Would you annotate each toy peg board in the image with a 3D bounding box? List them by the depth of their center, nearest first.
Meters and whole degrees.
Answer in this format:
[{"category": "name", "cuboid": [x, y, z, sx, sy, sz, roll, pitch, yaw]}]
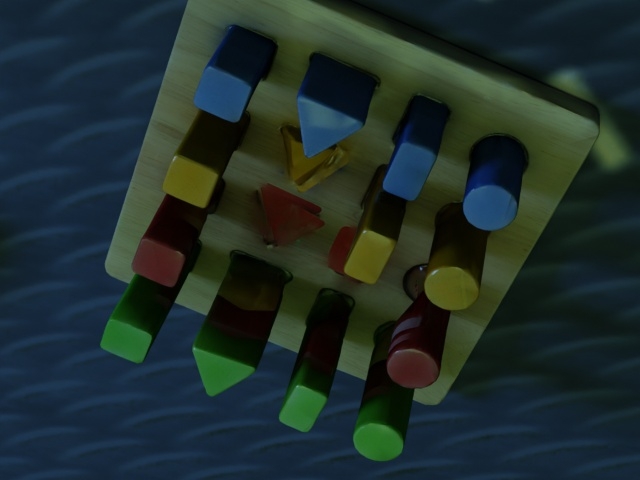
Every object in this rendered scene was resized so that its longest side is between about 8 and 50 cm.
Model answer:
[{"category": "toy peg board", "cuboid": [0.000, 0.000, 0.475, 0.161, 0.079, 0.160, 22, 126, -3]}]
